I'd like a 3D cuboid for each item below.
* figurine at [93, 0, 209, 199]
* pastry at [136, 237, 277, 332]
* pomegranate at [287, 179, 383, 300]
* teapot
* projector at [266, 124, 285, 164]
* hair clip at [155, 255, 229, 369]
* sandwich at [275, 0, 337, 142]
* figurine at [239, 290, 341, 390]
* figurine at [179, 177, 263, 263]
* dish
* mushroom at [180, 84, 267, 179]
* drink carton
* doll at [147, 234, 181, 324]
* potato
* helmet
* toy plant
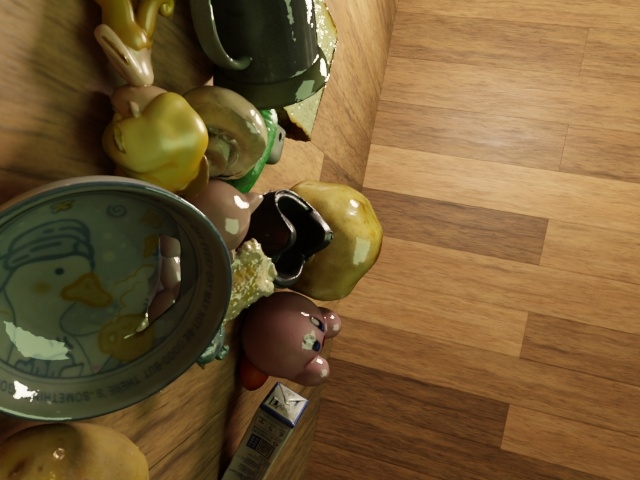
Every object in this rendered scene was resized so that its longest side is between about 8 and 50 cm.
[{"bbox_3d":[-0.209,-0.165,0.554,0.156,0.131,0.246,-86,170,-65],"label":"figurine"},{"bbox_3d":[-0.184,0.097,0.707,0.258,0.089,0.121,-42,129,-30],"label":"pastry"},{"bbox_3d":[0.000,0.000,1.224,0.332,0.332,0.333,11,90,-77],"label":"pomegranate"},{"bbox_3d":[-0.106,-0.366,0.638,0.337,0.200,0.270,83,24,-49],"label":"teapot"},{"bbox_3d":[-0.126,-0.206,0.926,0.082,0.083,0.083,12,90,-77],"label":"projector"},{"bbox_3d":[-0.231,0.073,0.758,0.095,0.110,0.359,-129,-150,-51],"label":"hair clip"},{"bbox_3d":[-0.057,-0.396,1.033,0.271,0.099,0.301,16,88,-72],"label":"sandwich"},{"bbox_3d":[-0.108,0.240,1.168,0.211,0.261,0.270,49,50,-39],"label":"figurine"},{"bbox_3d":[-0.163,-0.032,0.677,0.125,0.125,0.138,86,24,-50],"label":"figurine"},{"bbox_3d":[-0.248,0.045,0.503,0.273,0.134,0.273,-18,125,-28],"label":"dish"},{"bbox_3d":[-0.157,-0.151,0.679,0.154,0.154,0.123,84,9,-53],"label":"mushroom"},{"bbox_3d":[-0.158,0.547,1.219,0.315,0.106,0.130,-63,170,17],"label":"drink carton"},{"bbox_3d":[-0.210,0.035,0.601,0.059,0.161,0.160,-37,134,-74],"label":"doll"},{"bbox_3d":[-0.295,0.297,0.518,0.150,0.146,0.234,57,0,35],"label":"potato"},{"bbox_3d":[-0.093,-0.004,0.996,0.189,0.193,0.216,-2,95,-60],"label":"helmet"},{"bbox_3d":[-0.134,-0.183,0.821,0.154,0.088,0.240,-23,-127,50],"label":"toy plant"}]
